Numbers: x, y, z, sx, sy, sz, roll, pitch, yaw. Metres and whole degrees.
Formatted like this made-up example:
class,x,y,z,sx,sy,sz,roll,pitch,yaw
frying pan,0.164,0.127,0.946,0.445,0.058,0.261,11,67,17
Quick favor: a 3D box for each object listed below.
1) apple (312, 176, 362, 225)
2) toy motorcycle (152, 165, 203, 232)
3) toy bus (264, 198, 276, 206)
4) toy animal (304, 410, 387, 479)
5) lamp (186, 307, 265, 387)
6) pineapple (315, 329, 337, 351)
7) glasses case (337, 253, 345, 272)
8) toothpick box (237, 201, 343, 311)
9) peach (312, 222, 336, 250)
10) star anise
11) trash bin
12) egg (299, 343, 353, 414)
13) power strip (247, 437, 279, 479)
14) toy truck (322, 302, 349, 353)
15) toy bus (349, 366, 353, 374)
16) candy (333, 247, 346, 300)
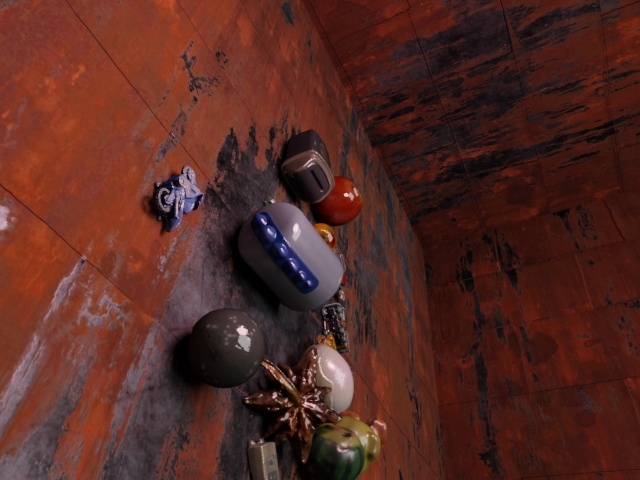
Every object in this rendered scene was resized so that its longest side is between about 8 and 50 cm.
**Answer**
class,x,y,z,sx,sy,sz,roll,pitch,yaw
apple,0.070,-0.171,2.210,0.218,0.201,0.218,52,23,-33
toy motorcycle,-0.355,-0.109,1.274,0.205,0.076,0.114,-68,144,-58
toy bus,-0.168,-0.104,1.778,0.083,0.037,0.031,70,20,-6
toy animal,0.070,0.660,1.586,0.338,0.216,0.191,11,91,-66
lamp,-0.217,0.234,1.241,0.314,0.181,0.182,-80,150,-76
pineapple,0.032,0.410,1.783,0.135,0.079,0.233,-123,-160,-63
glasses case,-0.006,0.098,1.821,0.042,0.190,0.072,-40,115,-69
toothpick box,-0.099,0.042,1.551,0.355,0.263,0.263,53,29,-40
peach,0.000,0.000,2.004,0.138,0.138,0.138,50,30,-45
star anise,-0.076,0.447,1.417,0.292,0.109,0.350,-14,84,-49
trash bin,-0.049,-0.299,2.041,0.209,0.182,0.290,56,21,-36
egg,0.010,0.439,1.611,0.183,0.183,0.217,-28,102,-69
power strip,-0.134,0.652,1.281,0.080,0.048,0.286,25,53,-62
toy truck,0.065,0.343,1.968,0.115,0.080,0.178,47,34,-59
toy bus,0.057,0.505,1.731,0.065,0.166,0.047,18,15,-19
candy,0.062,0.118,2.161,0.086,0.059,0.292,10,65,-63
